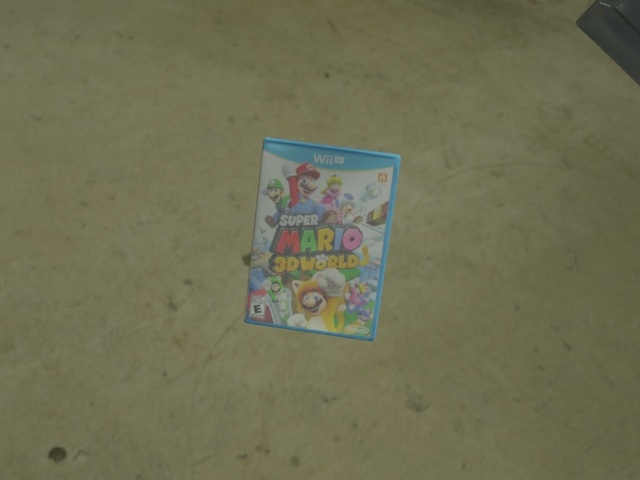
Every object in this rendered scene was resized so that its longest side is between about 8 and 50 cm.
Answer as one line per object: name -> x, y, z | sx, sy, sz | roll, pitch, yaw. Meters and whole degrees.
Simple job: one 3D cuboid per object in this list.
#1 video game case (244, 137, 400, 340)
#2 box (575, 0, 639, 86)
video game case -> 0.000, 0.000, 0.740 | 0.119, 0.166, 0.015 | 8, 11, 4
box -> 0.213, -0.098, 0.464 | 0.145, 0.038, 0.186 | 44, 33, -1
